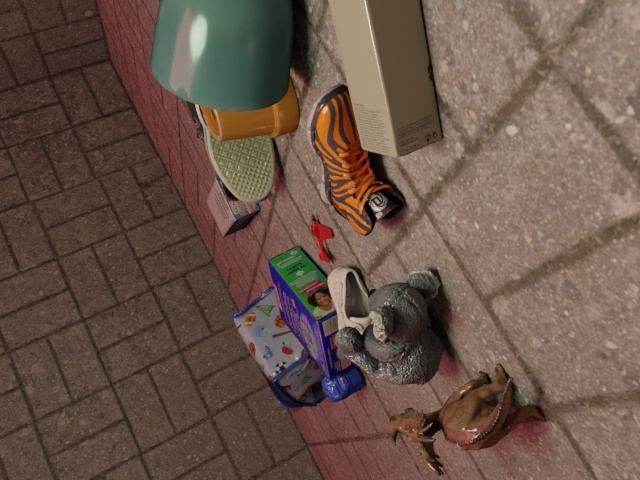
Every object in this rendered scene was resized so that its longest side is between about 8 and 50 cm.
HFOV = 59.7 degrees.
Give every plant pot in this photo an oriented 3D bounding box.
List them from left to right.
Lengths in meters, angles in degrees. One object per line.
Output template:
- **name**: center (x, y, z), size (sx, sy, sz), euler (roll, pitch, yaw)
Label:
- **plant pot**: center (-0.185, -0.439, 1.110), size (0.293, 0.293, 0.235), euler (53, 144, 31)
- **plant pot**: center (-0.182, -0.330, 1.347), size (0.205, 0.188, 0.205), euler (52, 157, 33)

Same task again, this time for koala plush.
- **koala plush**: center (0.155, 0.160, 1.092), size (0.203, 0.196, 0.221), euler (39, 149, 30)

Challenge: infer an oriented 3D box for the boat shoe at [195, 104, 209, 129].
- **boat shoe**: center (-0.253, -0.431, 1.416), size (0.091, 0.114, 0.302), euler (11, 108, 27)

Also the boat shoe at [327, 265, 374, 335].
- **boat shoe**: center (0.096, 0.198, 1.393), size (0.277, 0.098, 0.096), euler (68, 161, -4)

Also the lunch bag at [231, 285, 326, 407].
- **lunch bag**: center (-0.122, 0.415, 2.037), size (0.328, 0.239, 0.385), euler (51, 172, 34)

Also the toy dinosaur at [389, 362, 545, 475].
- **toy dinosaur**: center (0.253, 0.325, 0.983), size (0.127, 0.200, 0.295), euler (60, 160, 14)

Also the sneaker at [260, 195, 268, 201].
- **sneaker**: center (-0.217, -0.228, 1.724), size (0.104, 0.095, 0.236), euler (0, 118, 49)

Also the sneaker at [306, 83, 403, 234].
- **sneaker**: center (0.079, -0.133, 1.046), size (0.180, 0.125, 0.321), euler (48, 165, 32)

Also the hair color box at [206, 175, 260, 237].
- **hair color box**: center (-0.336, -0.135, 2.103), size (0.174, 0.105, 0.347), euler (65, 161, 1)

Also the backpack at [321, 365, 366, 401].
- **backpack**: center (0.066, 0.432, 1.716), size (0.098, 0.120, 0.101), euler (58, 160, 22)

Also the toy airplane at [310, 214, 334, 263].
- **toy airplane**: center (0.000, 0.000, 1.510), size (0.151, 0.028, 0.151), euler (54, 159, 32)

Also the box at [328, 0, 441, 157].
- **box**: center (0.096, -0.272, 0.840), size (0.113, 0.094, 0.275), euler (32, 142, 57)

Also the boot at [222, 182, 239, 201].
- **boot**: center (-0.290, -0.257, 1.789), size (0.236, 0.085, 0.178), euler (81, 179, -53)

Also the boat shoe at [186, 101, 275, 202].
- **boat shoe**: center (-0.269, -0.344, 1.576), size (0.500, 0.187, 0.156), euler (64, 171, -5)

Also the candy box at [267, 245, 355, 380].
- **candy box**: center (-0.023, 0.215, 1.688), size (0.317, 0.122, 0.268), euler (44, 153, 44)
